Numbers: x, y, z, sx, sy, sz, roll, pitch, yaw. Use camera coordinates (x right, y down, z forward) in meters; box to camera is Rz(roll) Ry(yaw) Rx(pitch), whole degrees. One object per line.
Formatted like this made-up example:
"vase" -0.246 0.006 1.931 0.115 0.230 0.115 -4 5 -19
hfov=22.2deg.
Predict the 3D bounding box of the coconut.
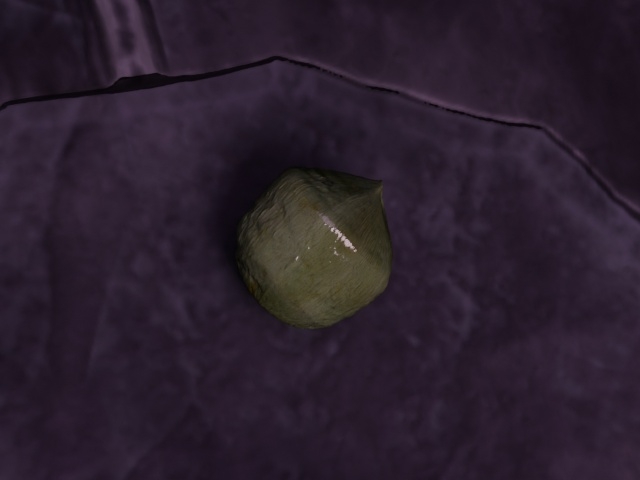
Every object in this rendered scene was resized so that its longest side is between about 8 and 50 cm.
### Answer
"coconut" 0.000 0.000 0.910 0.096 0.088 0.088 -40 84 8
